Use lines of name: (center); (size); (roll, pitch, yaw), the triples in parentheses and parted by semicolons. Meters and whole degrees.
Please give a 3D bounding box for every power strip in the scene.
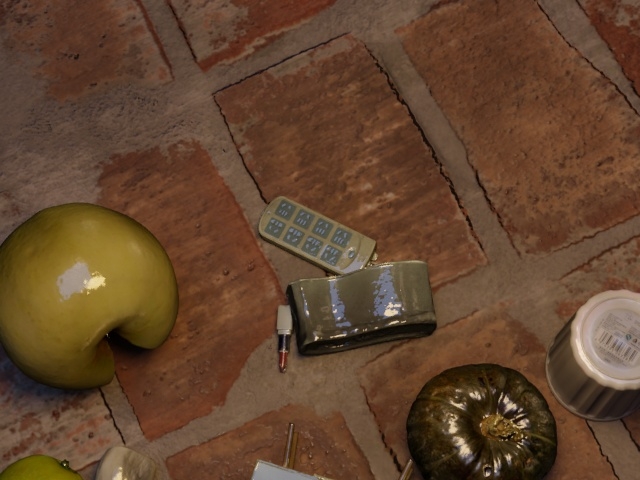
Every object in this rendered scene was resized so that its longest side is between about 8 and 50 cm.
power strip: (0.000, 0.000, 1.903); (0.227, 0.029, 0.080); (26, 73, 13)

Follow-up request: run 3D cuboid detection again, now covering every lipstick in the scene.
lipstick: (-0.058, 0.157, 1.850); (0.025, 0.025, 0.107); (1, 69, 6)

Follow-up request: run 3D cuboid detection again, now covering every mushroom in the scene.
mushroom: (-0.301, 0.424, 1.738); (0.081, 0.092, 0.223); (-25, 56, 43)

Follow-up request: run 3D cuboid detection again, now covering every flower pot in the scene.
flower pot: (0.065, 0.106, 1.818); (0.229, 0.103, 0.108); (-11, 70, 0)

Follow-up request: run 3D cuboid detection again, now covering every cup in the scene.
cup: (0.445, 0.149, 1.719); (0.167, 0.202, 0.221); (36, 77, 14)

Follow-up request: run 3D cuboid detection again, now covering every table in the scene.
table: (0.030, 0.356, 1.716); (0.240, 0.121, 0.111); (15, 71, 9)

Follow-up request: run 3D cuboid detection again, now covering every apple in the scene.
apple: (-0.367, 0.082, 1.785); (0.292, 0.292, 0.254); (-34, 63, -9)

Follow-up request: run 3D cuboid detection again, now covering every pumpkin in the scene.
pumpkin: (0.239, 0.285, 1.708); (0.224, 0.157, 0.223); (3, 67, -7)

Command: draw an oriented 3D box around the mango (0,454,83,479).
mango: (-0.434, 0.461, 1.703); (0.175, 0.143, 0.293); (9, 79, 32)
